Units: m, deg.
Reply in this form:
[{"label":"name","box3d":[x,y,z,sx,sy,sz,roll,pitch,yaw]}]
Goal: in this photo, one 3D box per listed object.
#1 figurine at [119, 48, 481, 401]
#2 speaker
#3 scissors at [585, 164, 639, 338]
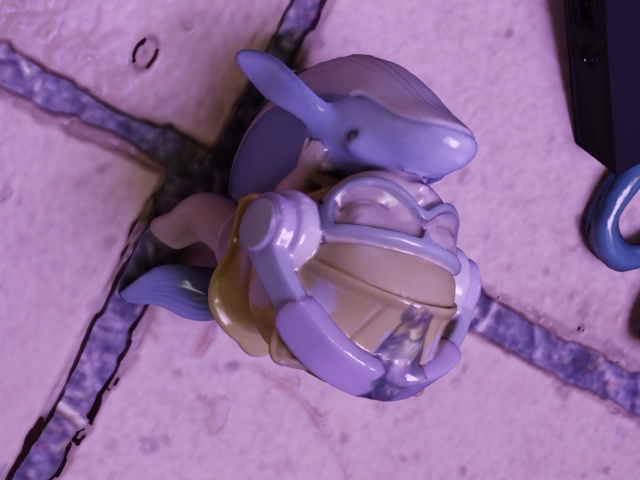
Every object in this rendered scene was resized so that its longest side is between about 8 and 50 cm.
[{"label":"figurine","box3d":[0.000,0.000,0.784,0.128,0.184,0.208,17,141,-30]},{"label":"speaker","box3d":[0.151,-0.124,0.863,0.046,0.040,0.191,-27,132,-17]},{"label":"scissors","box3d":[0.282,-0.051,0.981,0.289,0.041,0.138,-37,112,-11]}]
